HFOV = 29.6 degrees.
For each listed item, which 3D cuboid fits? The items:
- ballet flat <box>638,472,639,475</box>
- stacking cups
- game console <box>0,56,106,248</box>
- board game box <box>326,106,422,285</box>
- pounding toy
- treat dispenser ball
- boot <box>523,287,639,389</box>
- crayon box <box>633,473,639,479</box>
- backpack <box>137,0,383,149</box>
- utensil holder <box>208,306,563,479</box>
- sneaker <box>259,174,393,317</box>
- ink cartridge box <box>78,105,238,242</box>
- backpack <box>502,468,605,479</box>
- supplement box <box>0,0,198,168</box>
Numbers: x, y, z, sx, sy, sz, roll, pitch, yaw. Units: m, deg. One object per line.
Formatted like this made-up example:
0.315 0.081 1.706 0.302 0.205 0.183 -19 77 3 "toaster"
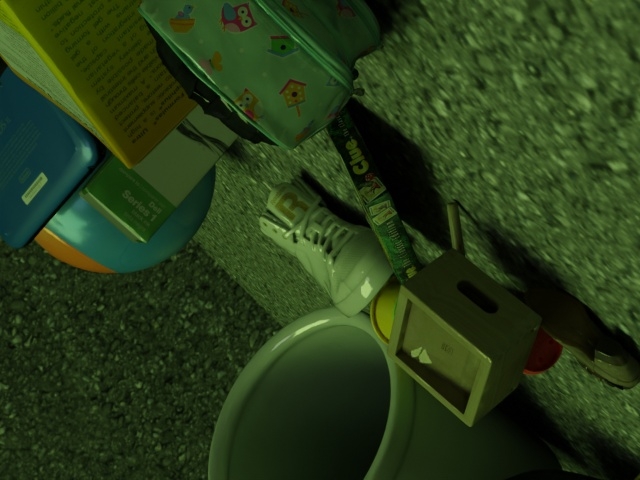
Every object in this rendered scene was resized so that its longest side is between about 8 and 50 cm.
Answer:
0.402 0.297 1.243 0.188 0.070 0.070 36 167 38 "ballet flat"
0.149 0.088 1.303 0.096 0.096 0.316 46 169 -13 "stacking cups"
-0.345 -0.172 1.512 0.250 0.173 0.293 54 139 1 "game console"
0.057 -0.032 1.206 0.136 0.030 0.259 62 180 30 "board game box"
0.130 0.067 1.123 0.141 0.100 0.130 41 147 25 "pounding toy"
-0.291 -0.097 1.704 0.288 0.288 0.288 42 170 9 "treat dispenser ball"
0.240 0.095 1.110 0.118 0.042 0.087 38 171 29 "boot"
0.245 0.177 0.728 0.081 0.278 0.165 46 171 1 "crayon box"
-0.042 -0.149 0.870 0.166 0.144 0.188 46 -167 -5 "backpack"
0.101 0.314 1.611 0.385 0.327 0.328 34 178 -35 "utensil holder"
0.000 0.000 1.478 0.169 0.108 0.292 42 172 -7 "sneaker"
-0.164 -0.108 1.359 0.092 0.219 0.160 42 171 -10 "ink cartridge box"
0.366 0.429 1.472 0.290 0.273 0.355 16 139 40 "backpack"
-0.208 -0.258 0.966 0.194 0.195 0.356 38 168 30 "supplement box"
